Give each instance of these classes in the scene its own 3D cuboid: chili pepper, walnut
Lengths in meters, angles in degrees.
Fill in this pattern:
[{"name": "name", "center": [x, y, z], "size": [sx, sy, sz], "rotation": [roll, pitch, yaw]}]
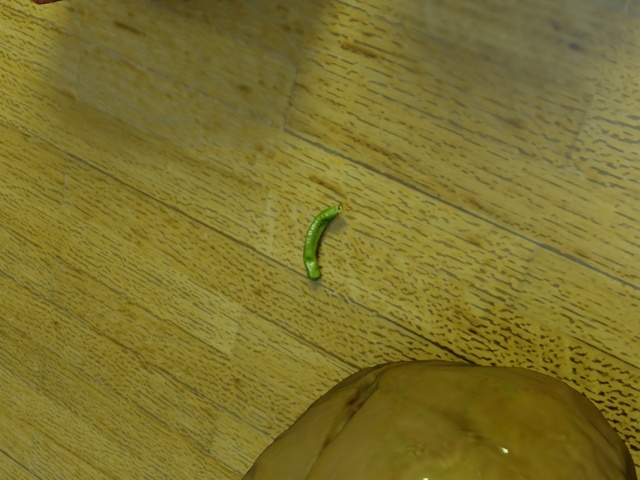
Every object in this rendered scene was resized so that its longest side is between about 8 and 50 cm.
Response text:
[{"name": "chili pepper", "center": [0.001, 0.000, 0.835], "size": [0.030, 0.017, 0.083], "rotation": [26, 120, 23]}, {"name": "walnut", "center": [0.100, 0.284, 0.690], "size": [0.354, 0.307, 0.398], "rotation": [9, 113, 66]}]

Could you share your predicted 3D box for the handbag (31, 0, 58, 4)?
[{"name": "handbag", "center": [-0.144, -0.276, 0.753], "size": [0.298, 0.171, 0.151], "rotation": [-3, 107, 37]}]
